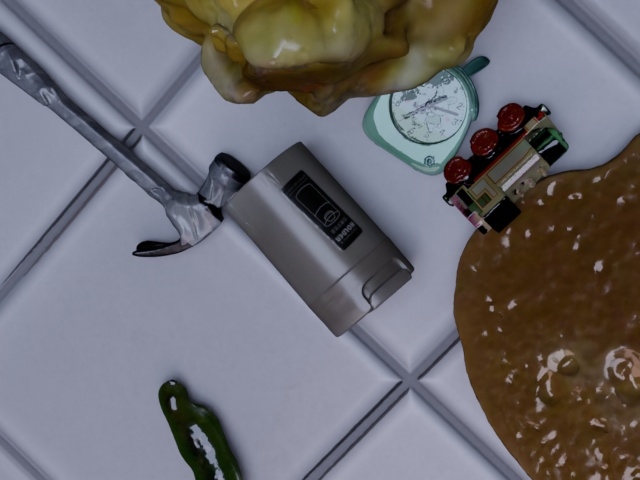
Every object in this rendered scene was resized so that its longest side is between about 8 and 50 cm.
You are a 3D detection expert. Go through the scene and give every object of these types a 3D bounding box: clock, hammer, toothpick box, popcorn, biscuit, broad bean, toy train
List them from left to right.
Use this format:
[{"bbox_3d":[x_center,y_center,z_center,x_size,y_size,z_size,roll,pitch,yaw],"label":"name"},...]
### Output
[{"bbox_3d":[-0.272,-0.151,1.375,0.427,0.044,0.152,43,107,3],"label":"hammer"},{"bbox_3d":[-0.147,0.307,1.425,0.144,0.049,0.292,16,104,10],"label":"broad bean"},{"bbox_3d":[0.000,0.000,1.305,0.111,0.111,0.181,-42,88,16],"label":"toothpick box"},{"bbox_3d":[0.000,-0.297,1.104,0.344,0.390,0.354,-27,117,1],"label":"popcorn"},{"bbox_3d":[0.114,-0.141,1.289,0.101,0.041,0.135,35,104,5],"label":"clock"},{"bbox_3d":[0.185,-0.074,1.258,0.138,0.050,0.087,-44,50,7],"label":"toy train"},{"bbox_3d":[0.317,0.095,1.228,0.365,0.062,0.385,-34,72,20],"label":"biscuit"}]
